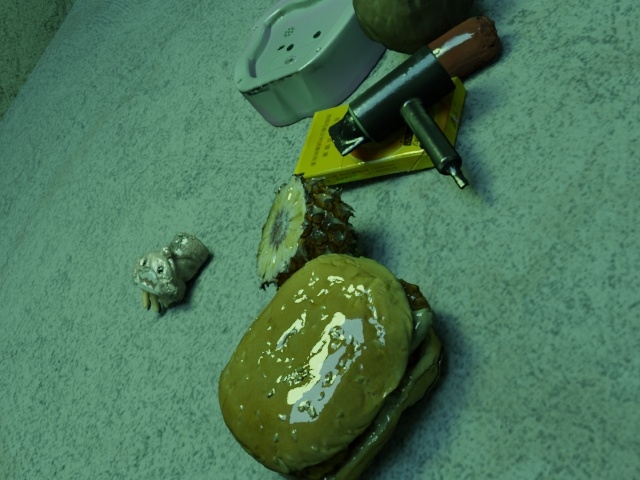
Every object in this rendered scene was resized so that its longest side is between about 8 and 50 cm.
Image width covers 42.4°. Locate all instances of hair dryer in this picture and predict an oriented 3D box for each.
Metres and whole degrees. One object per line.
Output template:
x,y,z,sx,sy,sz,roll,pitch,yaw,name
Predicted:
0.127,-0.141,1.164,0.195,0.078,0.248,-36,47,11,hair dryer

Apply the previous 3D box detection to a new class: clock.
-0.015,-0.381,1.584,0.338,0.102,0.338,-28,39,25,clock

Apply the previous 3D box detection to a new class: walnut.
0.143,-0.409,1.345,0.224,0.224,0.224,-28,39,26,walnut

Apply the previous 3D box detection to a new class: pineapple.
0.002,0.000,1.177,0.161,0.136,0.176,-44,35,47,pineapple

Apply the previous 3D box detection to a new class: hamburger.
0.006,0.151,1.013,0.283,0.144,0.259,-51,32,-15,hamburger

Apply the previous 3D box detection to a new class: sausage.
0.212,-0.293,1.286,0.141,0.076,0.076,-28,39,26,sausage

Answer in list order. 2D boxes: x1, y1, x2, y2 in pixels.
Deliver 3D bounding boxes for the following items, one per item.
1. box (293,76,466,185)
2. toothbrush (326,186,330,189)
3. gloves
0.089,-0.165,1.296,0.269,0.043,0.152,-10,50,35,box
-0.022,0.056,1.228,0.025,0.030,0.342,-18,44,39,toothbrush
-0.264,0.048,1.444,0.110,0.094,0.144,0,48,33,gloves
